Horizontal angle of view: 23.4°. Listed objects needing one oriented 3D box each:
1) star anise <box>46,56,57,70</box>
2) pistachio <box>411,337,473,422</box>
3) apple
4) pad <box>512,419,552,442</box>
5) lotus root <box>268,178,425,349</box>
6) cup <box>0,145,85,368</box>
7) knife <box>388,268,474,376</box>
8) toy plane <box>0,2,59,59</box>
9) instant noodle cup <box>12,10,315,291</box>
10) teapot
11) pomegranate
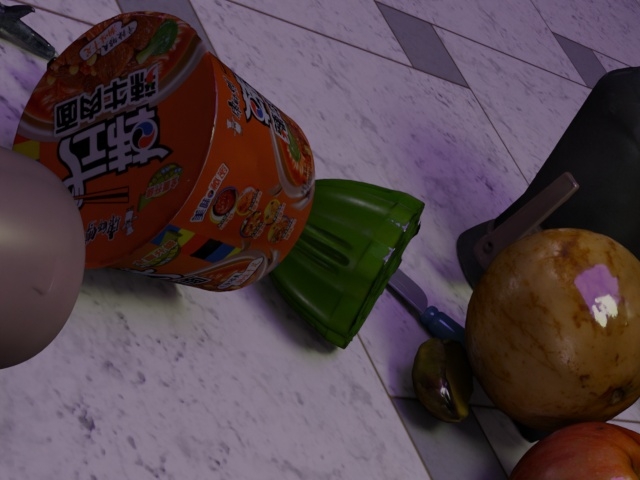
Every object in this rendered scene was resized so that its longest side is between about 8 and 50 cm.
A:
[{"bbox_3d":[-0.211,-0.127,1.613,0.191,0.070,0.097,36,56,-23],"label":"star anise"},{"bbox_3d":[0.132,0.152,1.737,0.089,0.049,0.173,66,16,-9],"label":"pistachio"},{"bbox_3d":[0.306,0.294,1.667,0.209,0.164,0.209,32,32,-23],"label":"apple"},{"bbox_3d":[0.260,0.195,1.914,0.157,0.003,0.112,-3,54,-57],"label":"pad"},{"bbox_3d":[0.000,0.000,1.658,0.186,0.186,0.186,34,29,-23],"label":"lotus root"},{"bbox_3d":[-0.299,0.037,1.158,0.200,0.191,0.252,15,70,-51],"label":"cup"},{"bbox_3d":[0.113,0.070,1.854,0.244,0.032,0.058,44,31,4],"label":"knife"},{"bbox_3d":[-0.351,-0.258,1.561,0.262,0.088,0.192,30,58,-35],"label":"toy plane"},{"bbox_3d":[-0.139,-0.069,1.461,0.192,0.250,0.250,26,32,-51],"label":"instant noodle cup"},{"bbox_3d":[0.352,-0.039,1.987,0.300,0.344,0.253,3,48,-53],"label":"teapot"},{"bbox_3d":[0.274,0.099,1.754,0.248,0.248,0.248,34,29,-23],"label":"pomegranate"}]
